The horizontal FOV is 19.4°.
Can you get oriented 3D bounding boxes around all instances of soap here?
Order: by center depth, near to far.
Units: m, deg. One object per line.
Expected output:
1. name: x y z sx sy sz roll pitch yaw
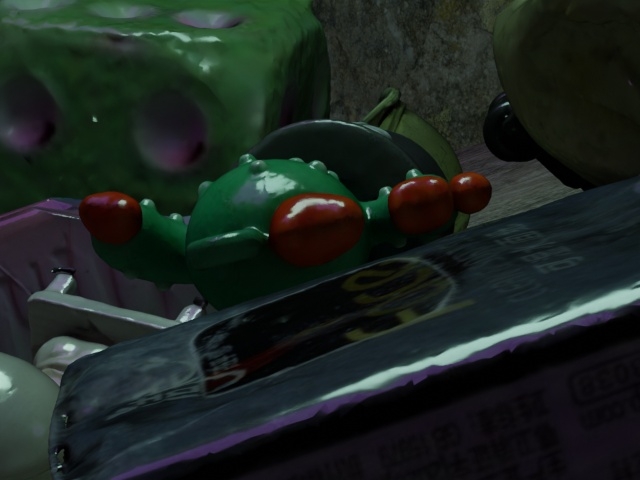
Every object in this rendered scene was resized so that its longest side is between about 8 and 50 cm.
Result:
1. soap: -0.221 0.064 1.585 0.324 0.192 0.109 -19 6 -2

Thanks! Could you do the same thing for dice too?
1. dice: -0.172 -0.089 1.824 0.322 0.330 0.318 7 17 11

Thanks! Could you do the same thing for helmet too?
1. helmet: 0.076 -0.031 1.834 0.137 0.204 0.257 25 20 3

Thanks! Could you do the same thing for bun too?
1. bun: 0.303 -0.128 1.219 0.364 0.202 0.364 -21 10 4

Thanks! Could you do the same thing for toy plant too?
1. toy plant: -0.013 -0.003 1.432 0.279 0.185 0.400 17 10 12

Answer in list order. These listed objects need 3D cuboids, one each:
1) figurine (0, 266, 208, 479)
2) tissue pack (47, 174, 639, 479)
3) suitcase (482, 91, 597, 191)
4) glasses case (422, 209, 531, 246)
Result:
1. figurine: -0.189 0.118 1.229 0.257 0.182 0.144 -37 -25 -56
2. tissue pack: 0.071 0.063 0.783 0.361 0.122 0.259 -18 7 -3
3. suitcase: 0.295 -0.173 1.565 0.339 0.188 0.345 -55 -3 8
4. glasses case: 0.145 0.022 1.168 0.137 0.085 0.355 -20 3 -28
